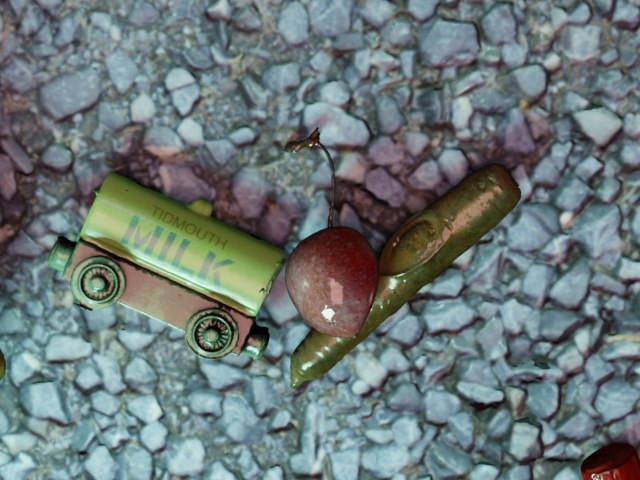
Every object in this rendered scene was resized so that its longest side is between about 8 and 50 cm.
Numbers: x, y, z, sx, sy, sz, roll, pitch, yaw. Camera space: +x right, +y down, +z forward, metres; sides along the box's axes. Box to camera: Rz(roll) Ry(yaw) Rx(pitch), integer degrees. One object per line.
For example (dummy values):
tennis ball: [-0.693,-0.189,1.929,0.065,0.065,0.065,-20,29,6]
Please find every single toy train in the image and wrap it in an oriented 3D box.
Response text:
toy train: [-0.156,0.027,1.873,0.253,0.105,0.157,25,91,-2]

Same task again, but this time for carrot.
carrot: [0.078,0.042,1.870,0.070,0.070,0.342,45,105,-7]

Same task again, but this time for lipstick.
lipstick: [0.359,0.360,1.929,0.073,0.073,0.279,-19,103,9]

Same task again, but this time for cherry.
cherry: [0.000,0.000,1.844,0.107,0.090,0.225,-41,58,47]

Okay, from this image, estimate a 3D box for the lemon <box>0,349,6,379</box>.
lemon: [-0.501,0.137,1.797,0.364,0.364,0.364,1,105,4]
